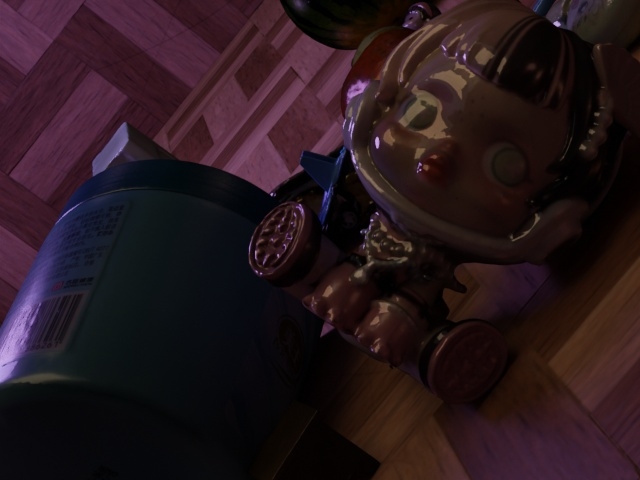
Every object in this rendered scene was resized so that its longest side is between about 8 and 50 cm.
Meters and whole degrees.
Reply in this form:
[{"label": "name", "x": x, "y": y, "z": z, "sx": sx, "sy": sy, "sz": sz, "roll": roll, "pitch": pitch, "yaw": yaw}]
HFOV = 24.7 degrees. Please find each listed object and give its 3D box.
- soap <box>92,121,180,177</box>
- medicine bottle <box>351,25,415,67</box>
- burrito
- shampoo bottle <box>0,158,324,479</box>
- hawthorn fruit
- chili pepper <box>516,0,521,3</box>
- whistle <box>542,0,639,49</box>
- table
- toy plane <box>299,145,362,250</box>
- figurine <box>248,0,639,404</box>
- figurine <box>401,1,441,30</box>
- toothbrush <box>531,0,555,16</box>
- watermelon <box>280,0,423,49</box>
[{"label": "soap", "x": -0.203, "y": -0.054, "z": 2.136, "sx": 0.087, "sy": 0.265, "sz": 0.160, "roll": -51, "pitch": 16, "yaw": 7}, {"label": "medicine bottle", "x": 0.108, "y": -0.214, "z": 1.884, "sx": 0.124, "sy": 0.124, "sz": 0.239, "roll": -52, "pitch": 13, "yaw": 3}, {"label": "burrito", "x": -0.026, "y": -0.039, "z": 1.888, "sx": 0.175, "sy": 0.107, "sz": 0.348, "roll": -44, "pitch": 12, "yaw": -36}, {"label": "shampoo bottle", "x": -0.185, "y": 0.143, "z": 1.563, "sx": 0.331, "sy": 0.331, "sz": 0.342, "roll": -39, "pitch": 21, "yaw": 38}, {"label": "hawthorn fruit", "x": 0.116, "y": -0.151, "z": 1.663, "sx": 0.189, "sy": 0.189, "sz": 0.189, "roll": -47, "pitch": 17, "yaw": 19}, {"label": "chili pepper", "x": 0.153, "y": -0.118, "z": 1.532, "sx": 0.264, "sy": 0.148, "sz": 0.116, "roll": -57, "pitch": 17, "yaw": -2}, {"label": "whistle", "x": 0.290, "y": -0.242, "z": 1.557, "sx": 0.258, "sy": 0.067, "sz": 0.126, "roll": -22, "pitch": 46, "yaw": 68}, {"label": "table", "x": -0.006, "y": 0.211, "z": 1.372, "sx": 0.083, "sy": 0.082, "sz": 0.070, "roll": -56, "pitch": 17, "yaw": -10}, {"label": "toy plane", "x": 0.008, "y": 0.001, "z": 1.722, "sx": 0.169, "sy": 0.078, "sz": 0.246, "roll": -83, "pitch": -2, "yaw": -78}, {"label": "figurine", "x": 0.115, "y": -0.053, "z": 1.333, "sx": 0.361, "sy": 0.253, "sz": 0.211, "roll": -58, "pitch": -1, "yaw": 6}, {"label": "figurine", "x": 0.135, "y": -0.285, "z": 2.097, "sx": 0.072, "sy": 0.054, "sz": 0.129, "roll": 128, "pitch": 166, "yaw": -65}, {"label": "toothbrush", "x": 0.274, "y": -0.285, "z": 1.753, "sx": 0.386, "sy": 0.040, "sz": 0.040, "roll": -46, "pitch": 17, "yaw": 6}, {"label": "watermelon", "x": 0.049, "y": -0.429, "z": 2.285, "sx": 0.269, "sy": 0.269, "sz": 0.269, "roll": -47, "pitch": 17, "yaw": 19}]
